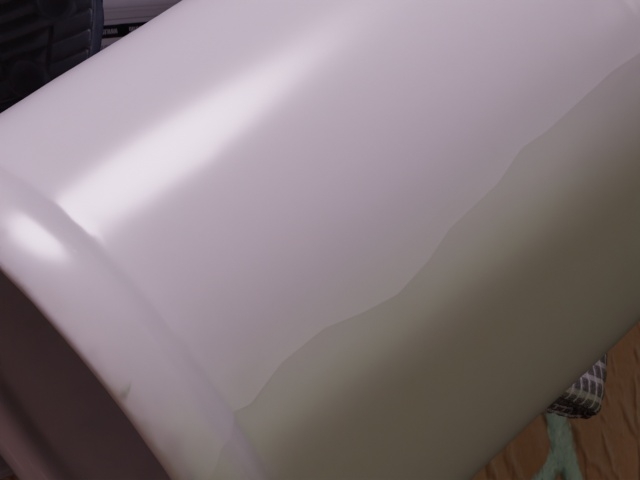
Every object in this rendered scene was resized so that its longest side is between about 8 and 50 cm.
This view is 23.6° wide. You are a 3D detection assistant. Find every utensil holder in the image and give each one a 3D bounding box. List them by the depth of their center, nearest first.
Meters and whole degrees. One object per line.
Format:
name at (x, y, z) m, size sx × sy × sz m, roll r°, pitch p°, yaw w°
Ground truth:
utensil holder at (0.000, 0.000, 0.871) m, size 0.385 × 0.327 × 0.328 m, roll -38°, pitch 123°, yaw -24°

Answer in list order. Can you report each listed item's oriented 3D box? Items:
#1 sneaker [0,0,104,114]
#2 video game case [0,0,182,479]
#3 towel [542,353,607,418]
sneaker at (-0.181, -0.232, 0.921) m, size 0.131 × 0.112 × 0.319 m, roll -42°, pitch 125°, yaw -76°
video game case at (-0.191, -0.005, 1.000) m, size 0.329 × 0.036 × 0.300 m, roll -16°, pitch 105°, yaw -53°
towel at (0.176, 0.031, 1.390) m, size 0.283 × 0.121 × 0.235 m, roll 22°, pitch 73°, yaw -52°
